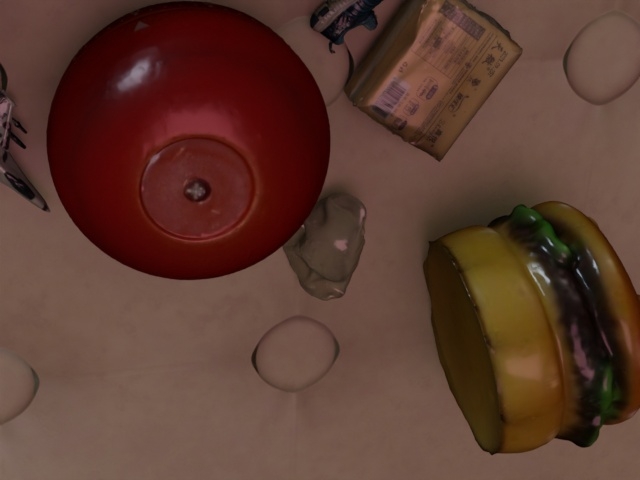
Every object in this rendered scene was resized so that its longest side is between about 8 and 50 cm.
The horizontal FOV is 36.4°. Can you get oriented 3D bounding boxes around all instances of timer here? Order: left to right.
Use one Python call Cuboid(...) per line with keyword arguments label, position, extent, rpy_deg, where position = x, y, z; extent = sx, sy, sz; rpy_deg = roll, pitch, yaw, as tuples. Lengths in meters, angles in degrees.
Cuboid(label="timer", position=(-0.175, -0.128, 1.313), extent=(0.378, 0.279, 0.378), rpy_deg=(-6, 119, -11))

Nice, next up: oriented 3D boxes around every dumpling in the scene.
Cuboid(label="dumpling", position=(0.001, -0.002, 1.537), extent=(0.134, 0.100, 0.169), rpy_deg=(22, 137, 13))

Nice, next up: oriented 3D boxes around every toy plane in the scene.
Cuboid(label="toy plane", position=(-0.465, -0.123, 1.355), extent=(0.160, 0.082, 0.234), rpy_deg=(-44, 134, -4))

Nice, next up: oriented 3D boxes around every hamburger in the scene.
Cuboid(label="hamburger", position=(0.345, 0.128, 1.518), extent=(0.277, 0.396, 0.395), rpy_deg=(-16, 118, -7))

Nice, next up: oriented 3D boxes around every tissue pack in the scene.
Cuboid(label="tissue pack", position=(0.168, -0.255, 1.451), extent=(0.186, 0.090, 0.222), rpy_deg=(29, 104, -23))

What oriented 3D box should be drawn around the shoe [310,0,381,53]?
Cuboid(label="shoe", position=(0.056, -0.331, 1.398), extent=(0.143, 0.064, 0.071), rpy_deg=(-34, 118, 6))
